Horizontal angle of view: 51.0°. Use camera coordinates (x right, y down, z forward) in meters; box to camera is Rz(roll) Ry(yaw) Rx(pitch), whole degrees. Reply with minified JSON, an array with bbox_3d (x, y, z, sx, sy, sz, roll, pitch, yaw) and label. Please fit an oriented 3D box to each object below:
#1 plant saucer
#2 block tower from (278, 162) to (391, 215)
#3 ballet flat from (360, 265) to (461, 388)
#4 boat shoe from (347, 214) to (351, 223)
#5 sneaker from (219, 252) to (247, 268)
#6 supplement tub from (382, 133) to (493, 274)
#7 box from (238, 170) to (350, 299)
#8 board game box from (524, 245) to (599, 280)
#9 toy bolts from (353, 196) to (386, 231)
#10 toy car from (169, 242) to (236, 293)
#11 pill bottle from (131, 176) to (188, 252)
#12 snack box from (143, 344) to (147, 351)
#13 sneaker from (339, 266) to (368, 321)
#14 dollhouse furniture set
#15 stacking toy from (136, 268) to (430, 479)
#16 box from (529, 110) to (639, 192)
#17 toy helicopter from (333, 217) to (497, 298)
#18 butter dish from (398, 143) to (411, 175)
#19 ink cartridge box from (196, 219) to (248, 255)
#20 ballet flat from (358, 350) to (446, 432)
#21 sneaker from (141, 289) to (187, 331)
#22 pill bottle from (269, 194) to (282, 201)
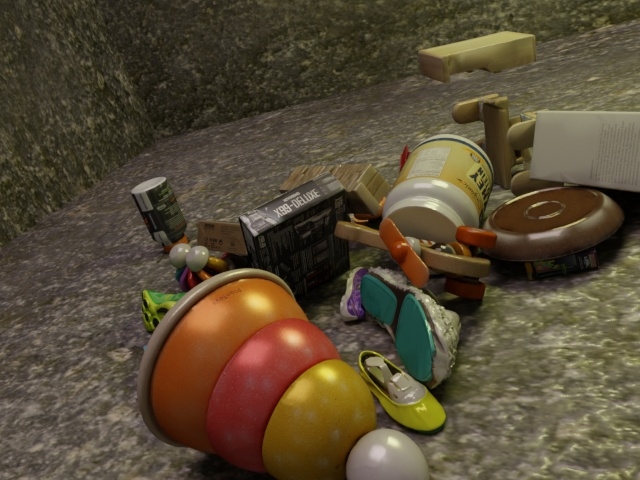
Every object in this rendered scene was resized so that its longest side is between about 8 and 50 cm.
[{"bbox_3d":[0.493,-0.049,1.466,0.311,0.050,0.310,-17,20,6],"label":"plant saucer"},{"bbox_3d":[0.033,-0.130,1.692,0.097,0.091,0.335,-54,31,-18],"label":"block tower"},{"bbox_3d":[0.197,0.147,1.315,0.147,0.146,0.409,-24,23,-5],"label":"ballet flat"},{"bbox_3d":[0.000,-0.001,1.793,0.223,0.080,0.073,-48,11,19],"label":"boat shoe"},{"bbox_3d":[-0.257,0.053,2.013,0.119,0.042,0.067,-8,29,33],"label":"sneaker"},{"bbox_3d":[0.279,-0.088,1.607,0.228,0.228,0.316,-7,33,30],"label":"supplement tub"},{"bbox_3d":[-0.051,0.010,1.602,0.243,0.307,0.076,-29,54,-17],"label":"box"},{"bbox_3d":[0.509,0.013,1.435,0.141,0.048,0.170,-13,24,21],"label":"board game box"},{"bbox_3d":[0.080,-0.085,1.878,0.229,0.158,0.218,-18,23,8],"label":"toy bolts"},{"bbox_3d":[-0.345,0.093,1.907,0.182,0.159,0.136,7,74,43],"label":"toy car"},{"bbox_3d":[-0.539,-0.083,2.295,0.131,0.245,0.130,-17,22,7],"label":"pill bottle"},{"bbox_3d":[-0.279,0.277,1.510,0.187,0.060,0.322,-27,23,-15],"label":"snack box"},{"bbox_3d":[0.094,0.128,1.543,0.071,0.068,0.169,2,38,14],"label":"sneaker"},{"bbox_3d":[0.434,-0.331,1.800,0.257,0.394,0.362,-14,23,-7],"label":"dollhouse furniture set"},{"bbox_3d":[-0.035,0.282,1.080,0.351,0.350,0.480,-35,44,-30],"label":"stacking toy"},{"bbox_3d":[0.683,-0.201,1.510,0.215,0.168,0.345,-2,11,-31],"label":"box"},{"bbox_3d":[0.173,0.019,1.390,0.355,0.140,0.235,16,11,32],"label":"toy helicopter"},{"bbox_3d":[0.288,-0.185,1.974,0.118,0.160,0.160,7,28,6],"label":"butter dish"},{"bbox_3d":[-0.210,-0.008,1.930,0.235,0.088,0.193,6,4,43],"label":"ink cartridge box"},{"bbox_3d":[0.131,0.257,1.181,0.077,0.077,0.231,-28,24,-17],"label":"ballet flat"},{"bbox_3d":[-0.393,0.191,1.783,0.124,0.109,0.296,-4,7,-34],"label":"sneaker"},{"bbox_3d":[-0.133,-0.080,2.121,0.103,0.103,0.184,-9,26,27],"label":"pill bottle"}]
